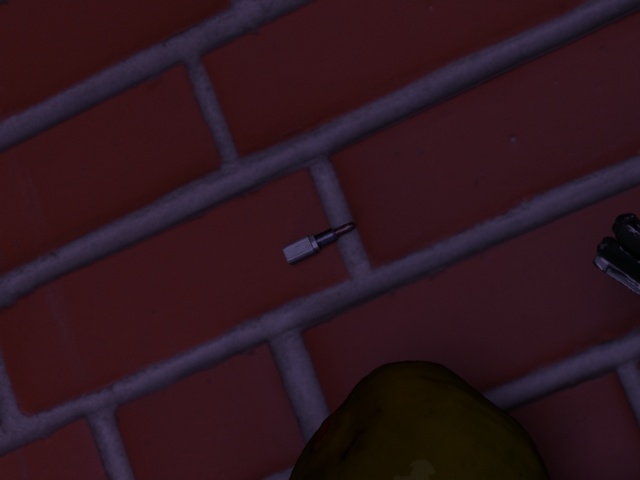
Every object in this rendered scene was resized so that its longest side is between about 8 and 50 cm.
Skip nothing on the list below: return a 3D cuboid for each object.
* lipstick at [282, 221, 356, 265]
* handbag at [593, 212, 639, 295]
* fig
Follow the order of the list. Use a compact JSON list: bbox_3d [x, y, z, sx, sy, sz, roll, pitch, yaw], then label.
[{"bbox_3d":[0.000,0.000,1.990,0.107,0.025,0.025,-26,76,9],"label":"lipstick"},{"bbox_3d":[0.459,0.064,1.717,0.260,0.247,0.079,36,102,18],"label":"handbag"},{"bbox_3d":[0.136,0.328,1.758,0.343,0.343,0.343,-2,83,18],"label":"fig"}]
